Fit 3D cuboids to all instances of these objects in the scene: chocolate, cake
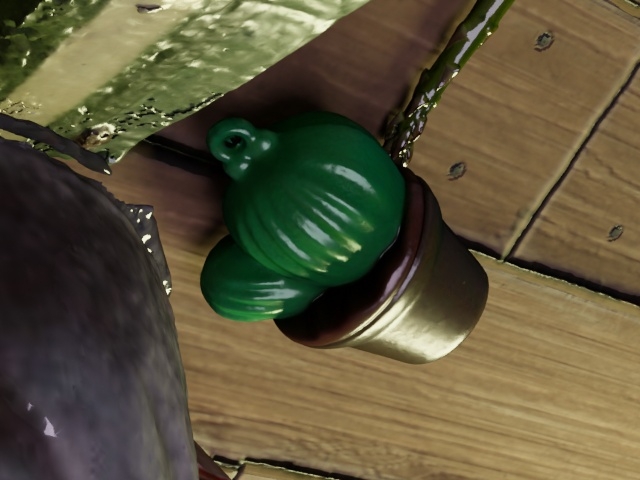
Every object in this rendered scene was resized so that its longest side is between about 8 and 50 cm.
[{"bbox_3d":[-0.164,0.122,0.722,0.303,0.213,0.303,-17,142,-13],"label":"chocolate"},{"bbox_3d":[-0.066,-0.116,0.845,0.158,0.172,0.283,13,117,-39],"label":"cake"}]

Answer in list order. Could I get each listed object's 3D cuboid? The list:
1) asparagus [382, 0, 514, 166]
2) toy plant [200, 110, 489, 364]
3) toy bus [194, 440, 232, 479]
[{"bbox_3d":[0.098,-0.131,1.057,0.248,0.025,0.024,-55,178,14],"label":"asparagus"},{"bbox_3d":[0.000,0.000,1.043,0.200,0.105,0.143,34,121,-28],"label":"toy plant"},{"bbox_3d":[-0.193,0.126,0.982,0.303,0.127,0.147,28,100,-44],"label":"toy bus"}]
